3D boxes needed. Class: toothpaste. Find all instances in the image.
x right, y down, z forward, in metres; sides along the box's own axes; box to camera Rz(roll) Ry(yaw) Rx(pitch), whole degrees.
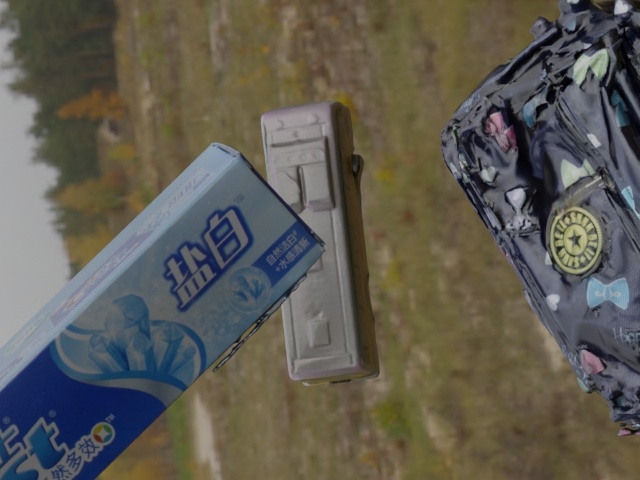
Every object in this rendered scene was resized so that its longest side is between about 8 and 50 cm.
[{"bbox_3d":[-0.117,0.073,0.623,0.066,0.272,0.053,48,175,-20],"label":"toothpaste"}]

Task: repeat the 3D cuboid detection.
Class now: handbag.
[{"bbox_3d":[0.183,-0.016,0.809,0.162,0.113,0.260,-37,73,33],"label":"handbag"}]

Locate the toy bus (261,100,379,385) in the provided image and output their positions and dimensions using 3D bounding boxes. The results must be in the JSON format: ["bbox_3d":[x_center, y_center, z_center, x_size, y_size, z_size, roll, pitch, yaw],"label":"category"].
[{"bbox_3d":[0.000,0.000,0.838,0.072,0.057,0.172,25,-122,-77],"label":"toy bus"}]
